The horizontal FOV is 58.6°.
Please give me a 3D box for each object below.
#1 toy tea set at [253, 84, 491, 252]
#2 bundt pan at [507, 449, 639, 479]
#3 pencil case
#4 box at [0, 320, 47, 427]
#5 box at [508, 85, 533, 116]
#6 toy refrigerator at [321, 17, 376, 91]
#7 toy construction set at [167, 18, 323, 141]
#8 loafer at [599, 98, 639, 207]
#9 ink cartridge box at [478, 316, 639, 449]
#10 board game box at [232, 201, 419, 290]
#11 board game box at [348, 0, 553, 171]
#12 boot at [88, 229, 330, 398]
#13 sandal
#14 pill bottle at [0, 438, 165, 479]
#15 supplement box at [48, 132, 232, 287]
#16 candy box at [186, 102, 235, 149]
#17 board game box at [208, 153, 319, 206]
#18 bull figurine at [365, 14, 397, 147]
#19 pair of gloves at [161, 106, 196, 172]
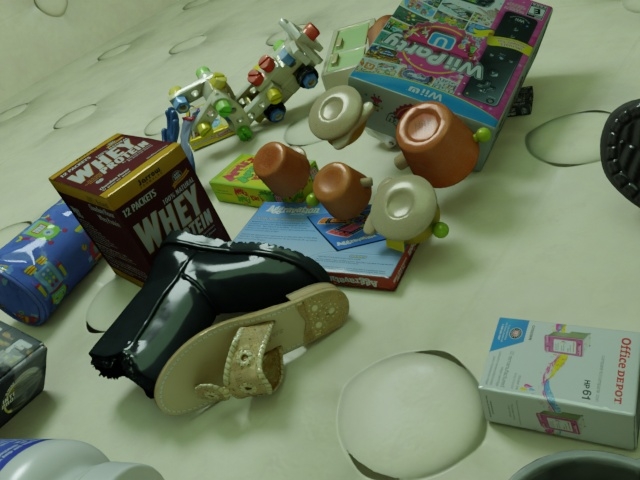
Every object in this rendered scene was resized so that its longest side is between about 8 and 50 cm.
[{"bbox_3d":[0.065,-0.102,0.802,0.336,0.124,0.200,22,83,37],"label":"toy tea set"},{"bbox_3d":[0.169,0.273,0.253,0.330,0.124,0.331,-15,34,10],"label":"bundt pan"},{"bbox_3d":[-0.434,-0.003,0.961,0.133,0.119,0.306,18,43,5],"label":"pencil case"},{"bbox_3d":[-0.580,0.153,0.636,0.394,0.097,0.318,25,28,9],"label":"box"},{"bbox_3d":[0.307,-0.227,0.944,0.083,0.018,0.067,-3,39,26],"label":"box"},{"bbox_3d":[0.074,-0.384,1.220,0.102,0.094,0.270,-10,37,17],"label":"toy refrigerator"},{"bbox_3d":[-0.121,-0.324,1.130,0.327,0.215,0.151,-27,66,27],"label":"toy construction set"},{"bbox_3d":[0.472,-0.064,0.562,0.365,0.134,0.130,24,31,35],"label":"loafer"},{"bbox_3d":[0.212,0.120,0.498,0.122,0.052,0.088,3,42,31],"label":"ink cartridge box"},{"bbox_3d":[0.000,0.000,0.800,0.281,0.027,0.145,4,44,33],"label":"board game box"},{"bbox_3d":[0.205,-0.276,0.889,0.224,0.097,0.303,24,61,13],"label":"board game box"},{"bbox_3d":[-0.131,0.100,0.686,0.246,0.094,0.207,11,56,18],"label":"boot"},{"bbox_3d":[-0.062,0.125,0.612,0.240,0.088,0.079,-28,29,-17],"label":"sandal"},{"bbox_3d":[-0.274,0.254,0.499,0.271,0.152,0.152,-8,37,21],"label":"pill bottle"},{"bbox_3d":[-0.262,-0.038,0.849,0.191,0.194,0.129,16,50,43],"label":"supplement box"},{"bbox_3d":[-0.255,-0.274,1.314,0.105,0.027,0.206,-20,34,-3],"label":"candy box"},{"bbox_3d":[-0.096,-0.101,0.976,0.181,0.043,0.092,12,47,39],"label":"board game box"},{"bbox_3d":[0.158,-0.299,1.017,0.188,0.101,0.311,1,57,1],"label":"bull figurine"},{"bbox_3d":[-0.268,-0.167,1.080,0.023,0.159,0.198,-2,18,-30],"label":"pair of gloves"}]
